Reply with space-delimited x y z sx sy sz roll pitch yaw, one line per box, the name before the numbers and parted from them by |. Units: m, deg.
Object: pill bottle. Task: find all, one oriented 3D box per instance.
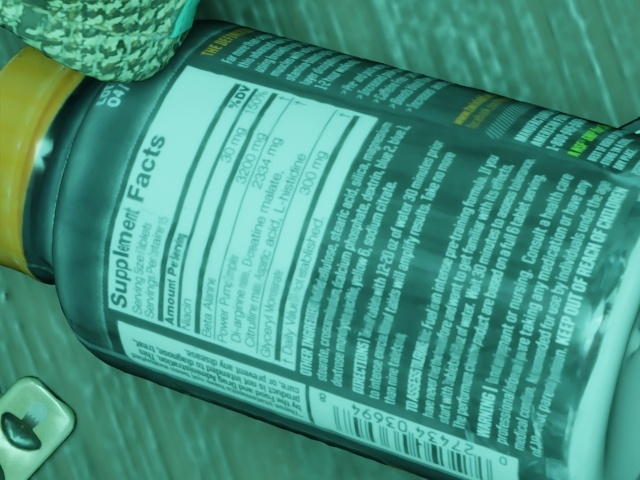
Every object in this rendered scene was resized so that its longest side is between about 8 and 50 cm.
pill bottle | 0.000 0.000 0.670 0.246 0.130 0.130 18 94 22

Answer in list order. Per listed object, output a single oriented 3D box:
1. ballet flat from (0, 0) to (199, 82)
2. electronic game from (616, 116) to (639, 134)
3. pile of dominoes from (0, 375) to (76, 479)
ballet flat | -0.252 -0.155 0.662 0.483 0.164 0.182 18 116 16
electronic game | 0.163 0.059 0.722 0.229 0.048 0.229 0 92 3
pile of dominoes | -0.239 0.105 0.748 0.251 0.040 0.196 23 94 1
